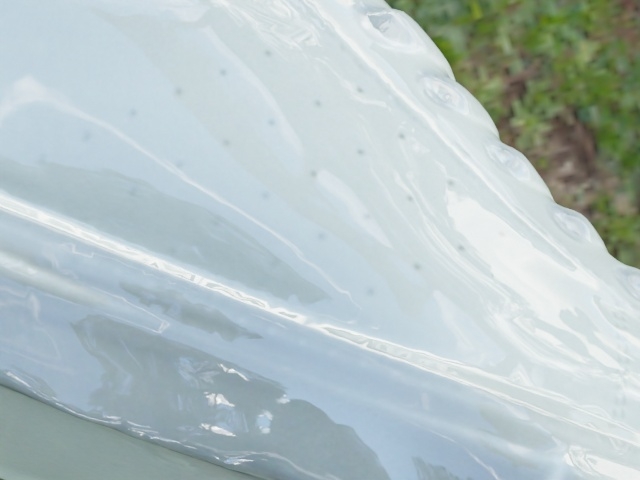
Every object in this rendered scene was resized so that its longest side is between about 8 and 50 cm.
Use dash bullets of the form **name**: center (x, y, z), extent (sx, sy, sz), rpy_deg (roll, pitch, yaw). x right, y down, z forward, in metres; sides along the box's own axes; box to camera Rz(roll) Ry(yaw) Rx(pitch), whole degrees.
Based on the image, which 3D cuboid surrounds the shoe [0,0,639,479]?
- **shoe**: center (0.000, 0.000, 0.498), extent (0.363, 0.132, 0.160), rpy_deg (21, 68, -1)
